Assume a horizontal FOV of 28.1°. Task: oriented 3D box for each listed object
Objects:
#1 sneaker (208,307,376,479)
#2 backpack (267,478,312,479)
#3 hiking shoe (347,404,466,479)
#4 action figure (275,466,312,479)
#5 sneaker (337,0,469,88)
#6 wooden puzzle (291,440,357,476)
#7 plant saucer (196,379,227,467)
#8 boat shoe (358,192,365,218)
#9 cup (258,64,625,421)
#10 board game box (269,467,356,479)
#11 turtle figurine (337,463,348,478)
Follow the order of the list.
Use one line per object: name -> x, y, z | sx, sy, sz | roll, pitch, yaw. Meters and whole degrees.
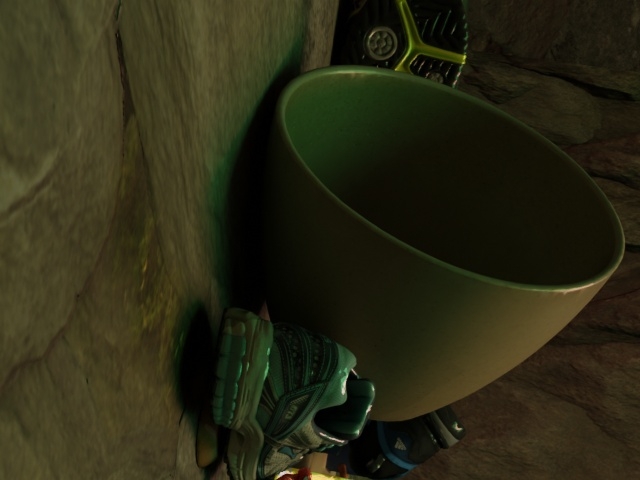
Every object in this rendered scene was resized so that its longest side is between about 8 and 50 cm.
sneaker -> -0.017, 0.148, 1.072 | 0.283, 0.122, 0.110 | 79, 21, -69
backpack -> -0.040, 0.300, 1.305 | 0.105, 0.084, 0.114 | 57, 31, -79
hiking shoe -> 0.084, 0.243, 1.631 | 0.113, 0.132, 0.304 | 58, -10, 8
action figure -> -0.053, 0.238, 1.126 | 0.115, 0.030, 0.038 | -42, 169, 5
sneaker -> 0.101, -0.278, 1.511 | 0.147, 0.145, 0.385 | -160, -93, -79
wooden puzzle -> 0.007, 0.312, 1.671 | 0.348, 0.080, 0.322 | 76, 24, -70
plant saucer -> -0.087, 0.153, 1.086 | 0.083, 0.015, 0.083 | 9, 90, -82
boat shoe -> 0.023, -0.020, 1.350 | 0.089, 0.109, 0.258 | -61, 161, -72
cup -> 0.077, 0.026, 1.179 | 0.331, 0.331, 0.237 | -67, -179, -59
board game box -> -0.010, 0.309, 1.418 | 0.154, 0.026, 0.104 | 19, 76, -41
turtle figurine -> 0.053, 0.403, 1.572 | 0.269, 0.087, 0.217 | 65, 35, -67
